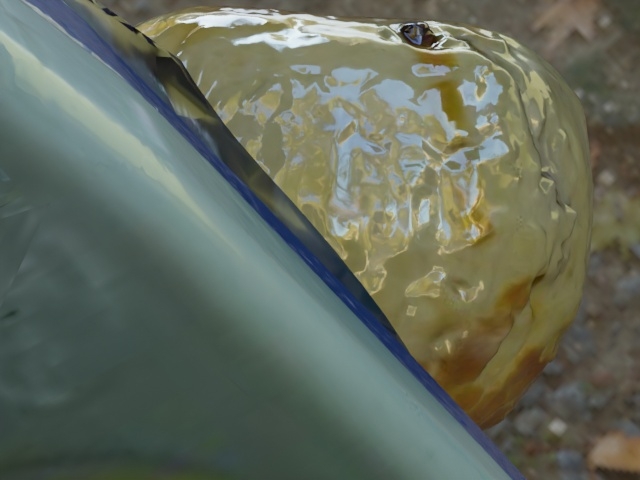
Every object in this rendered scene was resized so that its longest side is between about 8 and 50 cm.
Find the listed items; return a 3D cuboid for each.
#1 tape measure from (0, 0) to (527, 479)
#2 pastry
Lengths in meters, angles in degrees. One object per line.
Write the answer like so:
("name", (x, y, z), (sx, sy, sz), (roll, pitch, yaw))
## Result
("tape measure", (-0.081, 0.090, 0.401), (0.262, 0.259, 0.138), (-46, 30, -3))
("pastry", (0.000, 0.000, 1.308), (0.388, 0.388, 0.313), (17, 105, 52))
